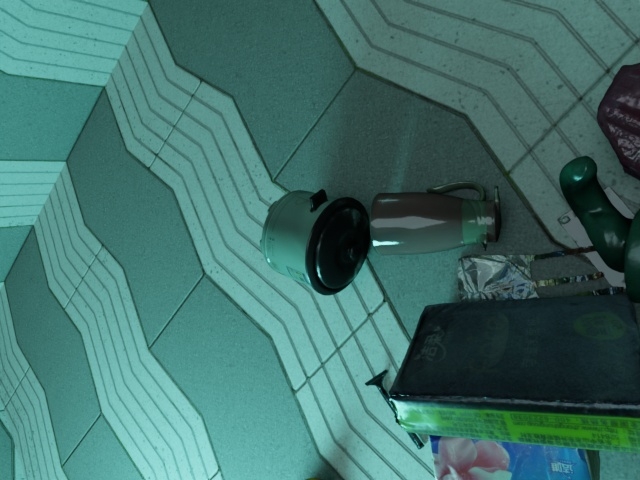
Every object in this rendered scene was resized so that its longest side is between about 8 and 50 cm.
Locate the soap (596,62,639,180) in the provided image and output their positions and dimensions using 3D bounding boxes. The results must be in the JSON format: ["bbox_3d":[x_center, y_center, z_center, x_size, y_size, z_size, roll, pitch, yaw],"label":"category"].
[{"bbox_3d":[0.628,-0.176,0.763,0.325,0.127,0.220,44,110,29],"label":"soap"}]

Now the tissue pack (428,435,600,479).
[{"bbox_3d":[0.369,0.383,0.859,0.270,0.209,0.137,-14,88,31],"label":"tissue pack"}]

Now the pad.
[{"bbox_3d":[0.562,0.001,0.868,0.113,0.006,0.187,-39,67,25],"label":"pad"}]

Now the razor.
[{"bbox_3d":[0.185,0.408,1.086,0.066,0.033,0.190,-30,69,-15],"label":"razor"}]

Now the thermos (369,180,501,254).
[{"bbox_3d":[0.259,-0.051,1.008,0.265,0.146,0.176,-2,60,26],"label":"thermos"}]

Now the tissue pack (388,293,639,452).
[{"bbox_3d":[0.354,0.227,0.825,0.394,0.288,0.124,-10,112,34],"label":"tissue pack"}]

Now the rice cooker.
[{"bbox_3d":[0.000,0.000,1.112,0.227,0.241,0.280,18,133,38],"label":"rice cooker"}]

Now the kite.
[{"bbox_3d":[0.432,0.079,0.943,0.310,0.015,0.169,-23,74,33],"label":"kite"}]

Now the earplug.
[{"bbox_3d":[0.545,-0.018,0.759,0.280,0.164,0.257,16,119,43],"label":"earplug"}]

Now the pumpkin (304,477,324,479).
[{"bbox_3d":[-0.035,0.732,1.180,0.163,0.111,0.278,-13,81,49],"label":"pumpkin"}]
